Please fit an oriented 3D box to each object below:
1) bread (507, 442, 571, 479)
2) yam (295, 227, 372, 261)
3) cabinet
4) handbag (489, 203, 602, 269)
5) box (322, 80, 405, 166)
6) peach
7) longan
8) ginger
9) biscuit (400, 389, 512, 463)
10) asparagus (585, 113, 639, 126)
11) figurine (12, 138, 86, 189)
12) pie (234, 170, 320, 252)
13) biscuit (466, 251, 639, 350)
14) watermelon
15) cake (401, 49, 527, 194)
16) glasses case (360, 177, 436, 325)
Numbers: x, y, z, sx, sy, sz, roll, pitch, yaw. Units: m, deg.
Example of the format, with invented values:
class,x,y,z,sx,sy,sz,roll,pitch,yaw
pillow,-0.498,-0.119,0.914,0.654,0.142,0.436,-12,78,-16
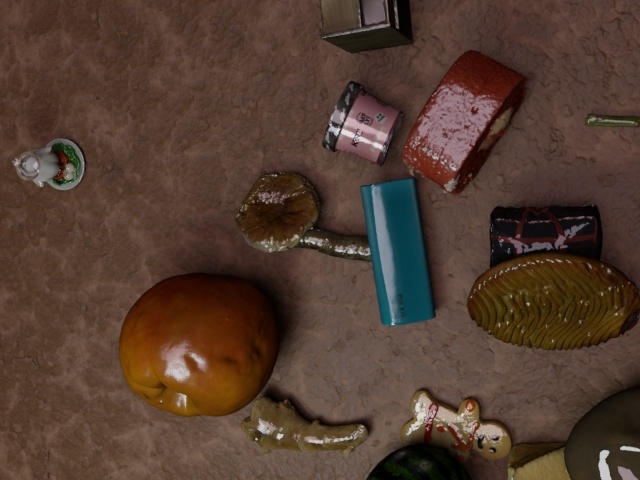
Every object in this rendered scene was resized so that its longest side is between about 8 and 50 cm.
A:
class,x,y,z,sx,sy,sz,roll,pitch,yaw
bread,0.460,0.550,1.482,0.136,0.178,0.239,-10,91,20
yam,0.000,0.000,1.624,0.253,0.061,0.061,11,100,17
cabinet,0.084,-0.481,1.455,0.148,0.215,0.174,-5,95,18
handbag,0.435,0.013,1.430,0.216,0.155,0.169,-2,107,20
box,0.094,-0.235,1.524,0.135,0.151,0.151,26,104,4
peach,-0.261,0.216,1.600,0.343,0.342,0.301,6,57,17
longan,0.638,0.406,1.367,0.350,0.288,0.288,-9,94,29
ginger,-0.036,0.428,1.682,0.295,0.086,0.131,2,88,9
biscuit,0.298,0.411,1.595,0.235,0.030,0.153,17,103,16
asparagus,0.641,-0.229,1.409,0.249,0.025,0.024,4,55,18
figurine,-0.660,-0.181,1.763,0.132,0.154,0.132,2,98,17
pie,-0.090,-0.063,1.614,0.195,0.046,0.195,-5,69,13
biscuit,0.440,0.127,1.399,0.318,0.040,0.317,8,143,6
watermelon,0.203,0.566,1.524,0.269,0.269,0.268,2,97,18
cake,0.282,-0.229,1.444,0.151,0.177,0.282,36,104,11
glasses case,0.167,0.024,1.544,0.117,0.070,0.300,-11,96,-14
